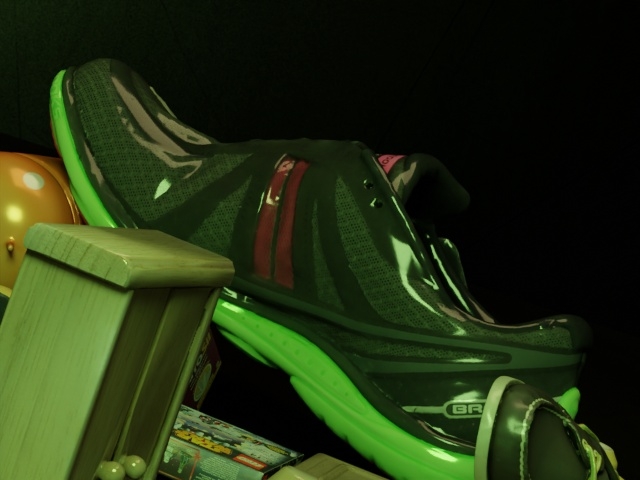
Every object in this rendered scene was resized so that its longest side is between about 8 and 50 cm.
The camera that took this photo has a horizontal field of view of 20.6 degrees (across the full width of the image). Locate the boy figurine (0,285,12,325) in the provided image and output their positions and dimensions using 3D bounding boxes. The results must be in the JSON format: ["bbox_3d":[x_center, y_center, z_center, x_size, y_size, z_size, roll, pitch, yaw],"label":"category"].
[{"bbox_3d":[-0.247,0.035,1.116,0.177,0.092,0.285,15,9,-16],"label":"boy figurine"}]

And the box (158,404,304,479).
[{"bbox_3d":[-0.087,0.125,1.095,0.137,0.027,0.094,20,6,13],"label":"box"}]

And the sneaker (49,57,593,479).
[{"bbox_3d":[0.000,0.000,1.324,0.483,0.202,0.185,36,7,16],"label":"sneaker"}]

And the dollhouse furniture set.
[{"bbox_3d":[0.033,0.133,0.646,0.355,0.174,0.303,21,6,17],"label":"dollhouse furniture set"}]

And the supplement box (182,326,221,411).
[{"bbox_3d":[-0.099,0.082,1.177,0.043,0.055,0.083,20,-22,13],"label":"supplement box"}]

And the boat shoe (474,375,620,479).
[{"bbox_3d":[0.150,0.148,1.115,0.068,0.081,0.228,13,-19,23],"label":"boat shoe"}]

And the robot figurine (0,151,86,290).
[{"bbox_3d":[-0.228,-0.005,1.387,0.158,0.128,0.219,64,15,9],"label":"robot figurine"}]

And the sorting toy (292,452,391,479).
[{"bbox_3d":[0.114,0.201,1.016,0.307,0.041,0.229,21,1,12],"label":"sorting toy"}]

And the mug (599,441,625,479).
[{"bbox_3d":[0.201,0.184,1.330,0.078,0.064,0.062,22,5,21],"label":"mug"}]
